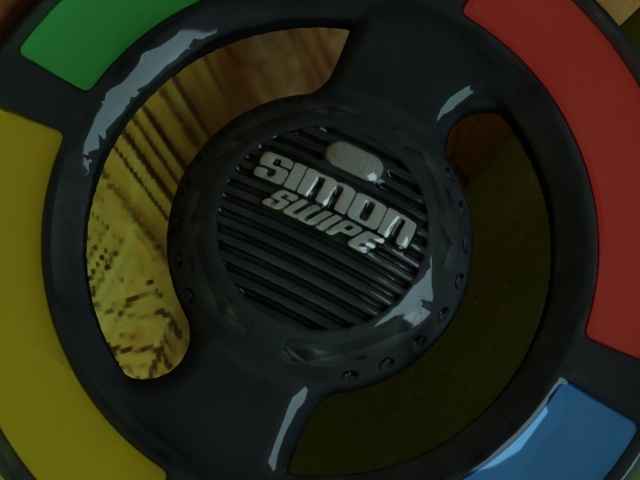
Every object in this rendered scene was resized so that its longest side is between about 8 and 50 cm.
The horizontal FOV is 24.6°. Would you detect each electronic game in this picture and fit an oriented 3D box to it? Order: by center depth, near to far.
[{"bbox_3d":[0.000,0.000,0.437,0.048,0.229,0.229,96,18,-75],"label":"electronic game"}]

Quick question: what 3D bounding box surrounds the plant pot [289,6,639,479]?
[{"bbox_3d":[0.114,0.079,0.554,0.293,0.275,0.275,-35,124,-18],"label":"plant pot"}]
